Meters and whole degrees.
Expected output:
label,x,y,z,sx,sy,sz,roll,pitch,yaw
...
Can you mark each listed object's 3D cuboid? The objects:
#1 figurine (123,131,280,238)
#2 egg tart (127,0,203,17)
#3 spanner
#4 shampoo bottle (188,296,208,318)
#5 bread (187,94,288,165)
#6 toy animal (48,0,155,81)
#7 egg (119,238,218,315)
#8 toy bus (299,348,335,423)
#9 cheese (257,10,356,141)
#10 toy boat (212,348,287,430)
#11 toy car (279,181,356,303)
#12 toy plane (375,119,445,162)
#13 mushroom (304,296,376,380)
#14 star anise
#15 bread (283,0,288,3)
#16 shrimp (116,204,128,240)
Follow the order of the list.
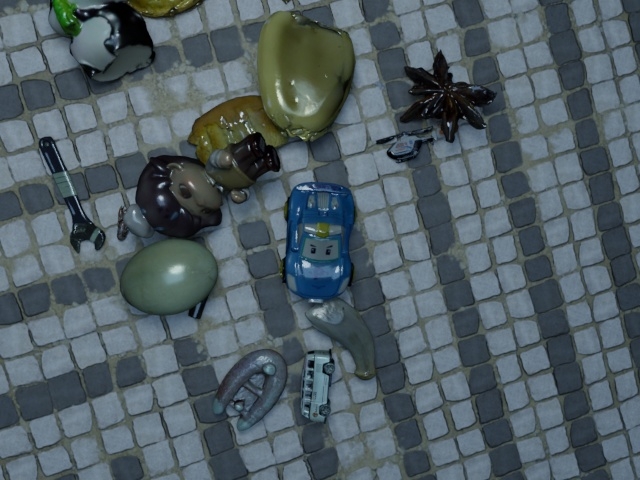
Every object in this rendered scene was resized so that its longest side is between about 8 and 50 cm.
label,x,y,z,sx,sy,sz,roll,pitch,yaw
figurine,-0.274,-0.119,1.410,0.364,0.218,0.206,-10,75,25
egg tart,-0.410,-0.710,1.460,0.297,0.132,0.297,0,94,-1
spanner,-0.648,-0.115,1.498,0.087,0.024,0.316,-23,95,-1
shampoo bottle,-0.315,0.138,1.546,0.048,0.027,0.137,17,89,-6
bread,-0.211,-0.273,1.492,0.251,0.133,0.174,-25,97,-7
toy animal,-0.539,-0.530,1.403,0.212,0.212,0.267,-35,99,-5
egg,-0.377,0.092,1.456,0.253,0.186,0.187,-14,94,7
toy bus,-0.010,0.389,1.568,0.088,0.087,0.194,5,92,-1
cheese,-0.038,-0.403,1.478,0.259,0.128,0.316,7,78,-14
toy boat,-0.178,0.391,1.544,0.155,0.085,0.227,39,87,-6
toy car,0.000,0.000,1.493,0.198,0.166,0.314,5,76,-5
toy plane,0.254,-0.266,1.595,0.197,0.053,0.078,-18,85,-2
mushroom,0.077,0.254,1.567,0.118,0.103,0.270,-41,101,-3
star anise,0.336,-0.377,1.553,0.282,0.129,0.212,37,74,26
bread,-0.071,-0.669,1.542,0.083,0.047,0.036,-40,66,-6
shrimp,-0.508,-0.045,1.511,0.029,0.038,0.092,-3,93,-50
